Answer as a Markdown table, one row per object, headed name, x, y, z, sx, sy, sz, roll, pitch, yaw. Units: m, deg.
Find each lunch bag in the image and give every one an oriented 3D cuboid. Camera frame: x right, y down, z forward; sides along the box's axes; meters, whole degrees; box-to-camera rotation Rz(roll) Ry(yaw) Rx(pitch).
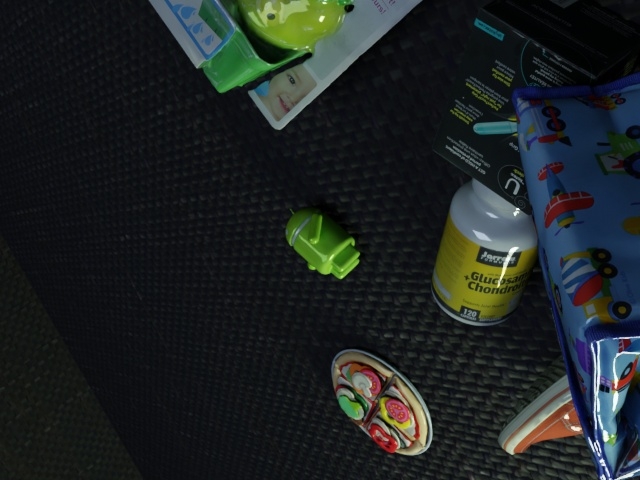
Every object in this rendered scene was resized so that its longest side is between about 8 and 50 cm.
| name | x | y | z | sx | sy | sz | roll | pitch | yaw |
| --- | --- | --- | --- | --- | --- | --- | --- | --- | --- |
| lunch bag | 0.239 | 0.046 | 0.632 | 0.293 | 0.138 | 0.221 | 74 | -171 | -53 |

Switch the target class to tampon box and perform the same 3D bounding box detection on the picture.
| name | x | y | z | sx | sy | sz | roll | pitch | yaw |
| --- | --- | --- | --- | --- | --- | --- | --- | --- | --- |
| tampon box | 0.194 | -0.130 | 0.711 | 0.120 | 0.101 | 0.161 | 39 | 143 | 22 |

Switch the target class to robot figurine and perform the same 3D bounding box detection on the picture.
| name | x | y | z | sx | sy | sz | roll | pitch | yaw |
| --- | --- | --- | --- | --- | --- | --- | --- | --- | --- |
| robot figurine | 0.000 | 0.000 | 1.080 | 0.115 | 0.067 | 0.101 | 42 | 163 | 17 |

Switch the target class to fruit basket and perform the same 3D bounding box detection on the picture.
| name | x | y | z | sx | sy | sz | roll | pitch | yaw |
| --- | --- | --- | --- | --- | --- | --- | --- | --- | --- |
| fruit basket | -0.049 | -0.322 | 0.785 | 0.327 | 0.165 | 0.353 | 55 | 142 | -2 |

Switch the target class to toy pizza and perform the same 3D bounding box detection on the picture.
| name | x | y | z | sx | sy | sz | roll | pitch | yaw |
| --- | --- | --- | --- | --- | --- | --- | --- | --- | --- |
| toy pizza | 0.088 | 0.259 | 1.229 | 0.201 | 0.032 | 0.201 | 30 | 139 | 30 |

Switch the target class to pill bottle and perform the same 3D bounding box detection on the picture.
| name | x | y | z | sx | sy | sz | roll | pitch | yaw |
| --- | --- | --- | --- | --- | --- | --- | --- | --- | --- |
| pill bottle | 0.182 | -0.002 | 0.833 | 0.103 | 0.103 | 0.184 | 35 | 141 | 26 |

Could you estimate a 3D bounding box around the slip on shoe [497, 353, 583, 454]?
| name | x | y | z | sx | sy | sz | roll | pitch | yaw |
| --- | --- | --- | --- | --- | --- | --- | --- | --- | --- |
| slip on shoe | 0.298 | 0.164 | 0.834 | 0.101 | 0.123 | 0.331 | 44 | 140 | 7 |
